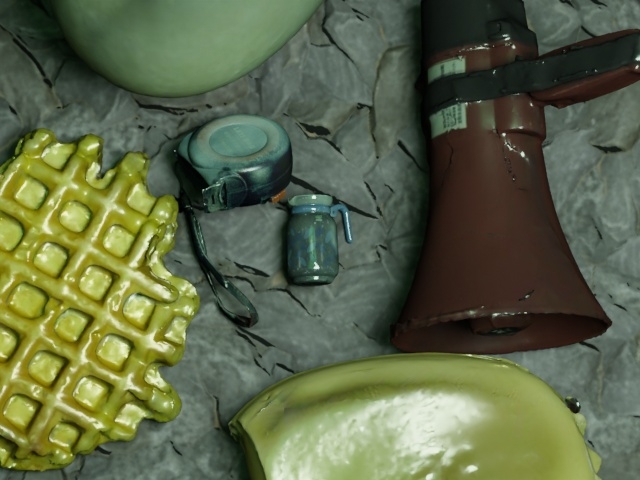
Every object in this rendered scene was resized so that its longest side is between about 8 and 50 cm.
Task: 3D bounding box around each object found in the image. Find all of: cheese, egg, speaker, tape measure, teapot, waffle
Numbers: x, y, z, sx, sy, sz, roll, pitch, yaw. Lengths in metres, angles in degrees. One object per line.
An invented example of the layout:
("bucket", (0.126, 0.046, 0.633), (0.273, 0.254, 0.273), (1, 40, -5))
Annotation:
("cheese", (0.095, 0.220, 1.525), (0.316, 0.128, 0.259), (-13, 81, -7))
("egg", (-0.097, -0.291, 1.516), (0.258, 0.258, 0.352), (30, 87, 1))
("speaker", (0.161, -0.072, 1.503), (0.198, 0.259, 0.329), (0, 82, -14))
("tape measure", (-0.070, -0.022, 1.592), (0.107, 0.104, 0.180), (-19, 114, -22))
("teapot", (0.000, -0.001, 1.586), (0.064, 0.049, 0.083), (0, 82, -3))
("waffle", (-0.264, 0.053, 1.560), (0.307, 0.060, 0.312), (-4, 83, -6))
